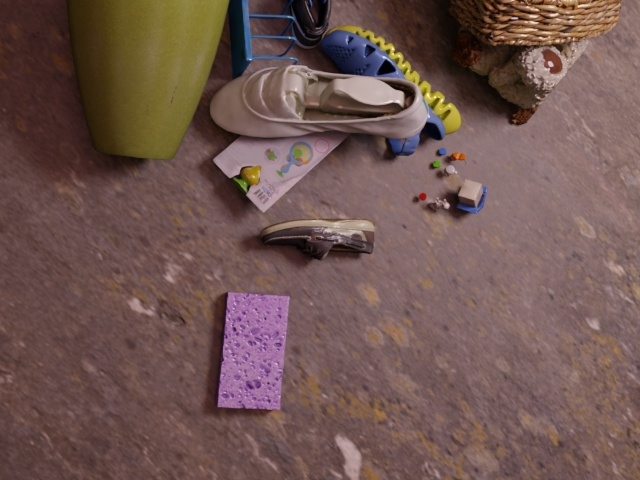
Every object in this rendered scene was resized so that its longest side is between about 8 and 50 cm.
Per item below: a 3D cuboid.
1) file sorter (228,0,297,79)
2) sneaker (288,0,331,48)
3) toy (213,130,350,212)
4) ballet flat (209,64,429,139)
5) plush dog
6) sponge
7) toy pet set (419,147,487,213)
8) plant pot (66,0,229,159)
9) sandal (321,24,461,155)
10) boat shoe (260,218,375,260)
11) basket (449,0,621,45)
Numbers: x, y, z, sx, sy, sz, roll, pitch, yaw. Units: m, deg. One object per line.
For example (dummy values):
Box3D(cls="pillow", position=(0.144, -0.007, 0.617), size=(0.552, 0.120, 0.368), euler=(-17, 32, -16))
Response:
Box3D(cls="file sorter", position=(-0.108, -0.398, 1.491), size=(0.104, 0.118, 0.170), euler=(-3, 85, -17))
Box3D(cls="sneaker", position=(-0.024, -0.485, 1.519), size=(0.079, 0.121, 0.217), euler=(-14, 88, -18))
Box3D(cls="toy", position=(-0.069, -0.173, 1.505), size=(0.237, 0.056, 0.137), euler=(-43, 85, -15))
Box3D(cls="ballet flat", position=(-0.004, -0.257, 1.429), size=(0.400, 0.139, 0.139), euler=(4, 83, 3))
Box3D(cls="plush dog", position=(0.376, -0.370, 1.609), size=(0.225, 0.211, 0.262), euler=(39, 47, 6))
Box3D(cls="sponge", position=(-0.124, 0.200, 1.468), size=(0.117, 0.031, 0.210), euler=(7, 83, -14))
Box3D(cls="toy pet set", position=(0.273, -0.105, 1.604), size=(0.114, 0.065, 0.122), euler=(20, 74, 23))
Box3D(cls="plant pot", position=(-0.305, -0.292, 1.370), size=(0.274, 0.275, 0.294), euler=(5, 98, -14))
Box3D(cls="sandal", position=(0.121, -0.280, 1.537), size=(0.317, 0.126, 0.138), euler=(40, 81, -9))
Box3D(cls="boat shoe", position=(0.000, 0.000, 1.497), size=(0.223, 0.080, 0.073), euler=(-3, 80, -20))
Box3D(cls="basket", position=(0.414, -0.498, 1.468), size=(0.299, 0.213, 0.223), euler=(-10, 130, -16))
